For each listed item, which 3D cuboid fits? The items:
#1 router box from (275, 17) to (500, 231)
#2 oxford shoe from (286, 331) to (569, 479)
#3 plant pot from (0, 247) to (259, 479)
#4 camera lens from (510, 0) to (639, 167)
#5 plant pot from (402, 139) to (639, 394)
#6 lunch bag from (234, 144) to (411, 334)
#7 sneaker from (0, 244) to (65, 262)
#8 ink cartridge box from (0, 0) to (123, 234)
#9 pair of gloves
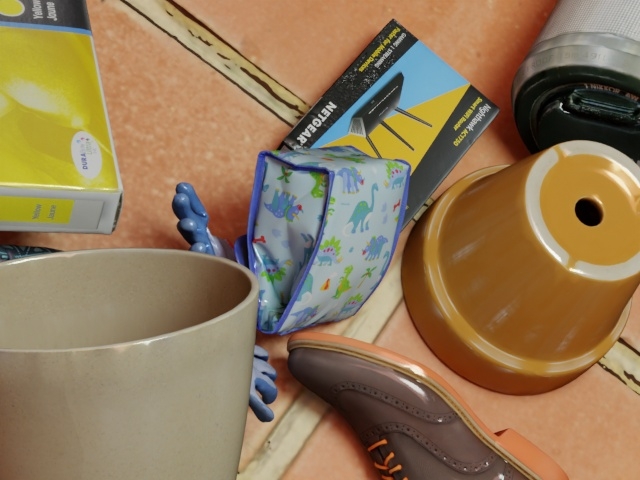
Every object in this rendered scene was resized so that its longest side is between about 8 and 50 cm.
[{"bbox_3d":[0.060,-0.097,1.782,0.133,0.046,0.179,40,61,0],"label":"router box"},{"bbox_3d":[0.078,0.171,1.648,0.271,0.097,0.098,32,67,-4],"label":"oxford shoe"},{"bbox_3d":[-0.166,0.169,1.466,0.256,0.256,0.274,-10,107,-23],"label":"plant pot"},{"bbox_3d":[0.316,-0.173,1.809,0.219,0.219,0.274,33,61,-4],"label":"camera lens"},{"bbox_3d":[0.198,0.008,1.705,0.205,0.188,0.205,8,65,-17],"label":"plant pot"},{"bbox_3d":[0.000,0.000,1.658,0.129,0.096,0.151,-9,110,-53],"label":"lunch bag"},{"bbox_3d":[-0.298,0.044,1.547,0.262,0.125,0.104,-5,71,-21],"label":"sneaker"},{"bbox_3d":[-0.331,-0.131,1.587,0.307,0.072,0.303,4,45,-20],"label":"ink cartridge box"},{"bbox_3d":[-0.076,0.051,1.618,0.023,0.159,0.198,-21,70,9],"label":"pair of gloves"}]
